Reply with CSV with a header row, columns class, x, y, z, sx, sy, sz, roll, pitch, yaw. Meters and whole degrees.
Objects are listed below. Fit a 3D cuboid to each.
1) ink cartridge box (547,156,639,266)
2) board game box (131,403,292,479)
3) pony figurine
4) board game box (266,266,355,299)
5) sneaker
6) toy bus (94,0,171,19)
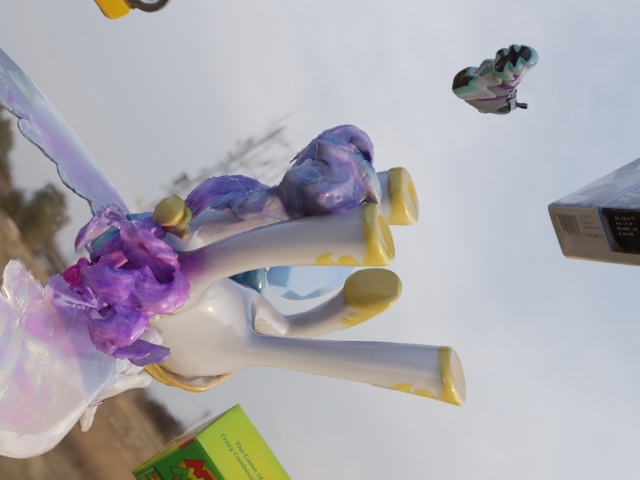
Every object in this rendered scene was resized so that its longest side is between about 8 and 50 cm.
class,x,y,z,sx,sy,sz,roll,pitch,yaw
ink cartridge box,0.392,-0.071,1.252,0.165,0.332,0.065,5,-62,64
board game box,-0.038,0.203,0.867,0.181,0.043,0.092,55,-42,-1
pony figurine,-0.114,0.029,0.923,0.351,0.363,0.303,60,26,-50
board game box,0.000,0.000,1.625,0.133,0.169,0.033,7,35,-43
sneaker,0.181,-0.147,1.271,0.098,0.038,0.069,-16,-44,45
toy bus,-0.088,-0.344,1.261,0.130,0.332,0.108,56,11,-24
